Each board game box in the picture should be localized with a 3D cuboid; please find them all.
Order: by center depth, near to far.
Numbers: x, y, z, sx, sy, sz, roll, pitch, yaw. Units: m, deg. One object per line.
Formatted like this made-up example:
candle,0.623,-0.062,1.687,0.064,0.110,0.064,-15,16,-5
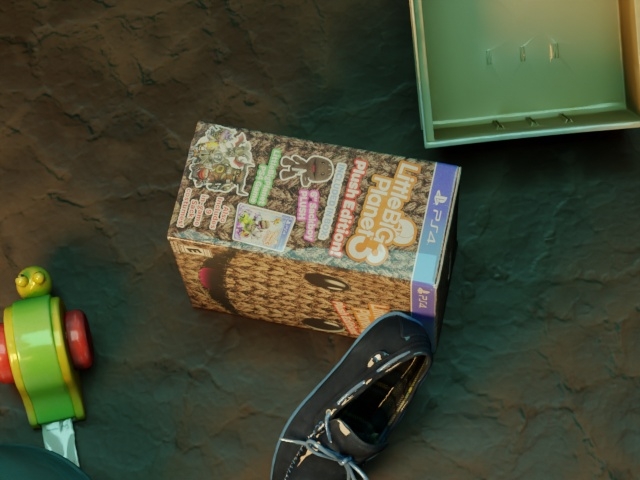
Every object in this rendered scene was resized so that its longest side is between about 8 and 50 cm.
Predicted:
board game box,0.000,0.000,1.923,0.291,0.232,0.141,10,70,8

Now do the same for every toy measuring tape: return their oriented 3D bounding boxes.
toy measuring tape,-0.301,0.175,1.934,0.121,0.121,0.330,-11,68,-1

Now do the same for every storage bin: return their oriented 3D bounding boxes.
storage bin,0.236,-0.254,2.012,0.262,0.123,0.260,-6,100,2

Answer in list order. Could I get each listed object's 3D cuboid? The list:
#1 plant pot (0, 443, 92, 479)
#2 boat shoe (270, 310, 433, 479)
plant pot,-0.377,0.329,1.764,0.272,0.255,0.271,-4,77,18
boat shoe,0.027,0.194,1.862,0.109,0.089,0.258,20,107,-27
